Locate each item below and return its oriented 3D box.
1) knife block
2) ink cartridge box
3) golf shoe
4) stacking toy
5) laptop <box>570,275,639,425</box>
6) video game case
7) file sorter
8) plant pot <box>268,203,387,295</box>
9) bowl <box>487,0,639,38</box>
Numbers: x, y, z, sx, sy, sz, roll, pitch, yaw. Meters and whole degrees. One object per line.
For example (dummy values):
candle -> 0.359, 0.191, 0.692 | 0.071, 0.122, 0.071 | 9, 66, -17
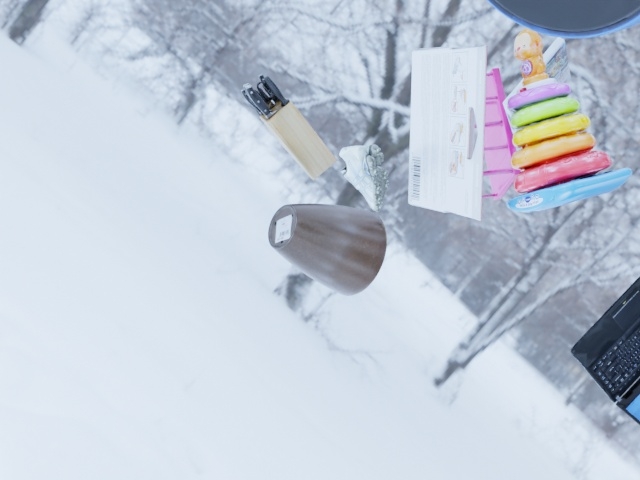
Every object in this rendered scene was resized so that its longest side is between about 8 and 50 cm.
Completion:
knife block -> -0.092, -0.315, 2.267 | 0.275, 0.088, 0.242 | 49, 0, 22
ink cartridge box -> 0.246, -0.196, 1.527 | 0.066, 0.296, 0.261 | -4, 11, -23
golf shoe -> 0.087, -0.129, 1.705 | 0.086, 0.069, 0.176 | 10, -37, 22
stacking toy -> 0.376, -0.207, 1.417 | 0.175, 0.166, 0.301 | -16, -92, 66
laptop -> 0.632, 0.217, 1.543 | 0.264, 0.234, 0.136 | 46, -5, -26
video game case -> 0.511, -0.354, 2.001 | 0.023, 0.201, 0.183 | 40, -1, 27
file sorter -> 0.379, -0.263, 2.206 | 0.202, 0.182, 0.290 | 99, -17, -74
plant pot -> 0.000, 0.000, 1.998 | 0.231, 0.215, 0.215 | 19, 16, -37
bowl -> 0.343, -0.460, 1.167 | 0.391, 0.077, 0.391 | 28, -40, 27
